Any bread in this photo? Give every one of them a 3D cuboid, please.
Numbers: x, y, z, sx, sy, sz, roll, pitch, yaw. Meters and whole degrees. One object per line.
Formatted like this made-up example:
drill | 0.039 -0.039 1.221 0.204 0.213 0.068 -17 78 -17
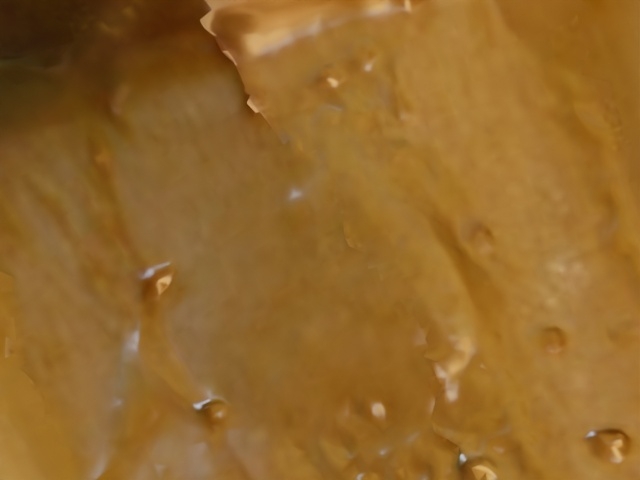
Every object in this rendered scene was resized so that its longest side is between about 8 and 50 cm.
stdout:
bread | 0.000 0.000 0.533 0.394 0.361 0.250 64 -2 -18
